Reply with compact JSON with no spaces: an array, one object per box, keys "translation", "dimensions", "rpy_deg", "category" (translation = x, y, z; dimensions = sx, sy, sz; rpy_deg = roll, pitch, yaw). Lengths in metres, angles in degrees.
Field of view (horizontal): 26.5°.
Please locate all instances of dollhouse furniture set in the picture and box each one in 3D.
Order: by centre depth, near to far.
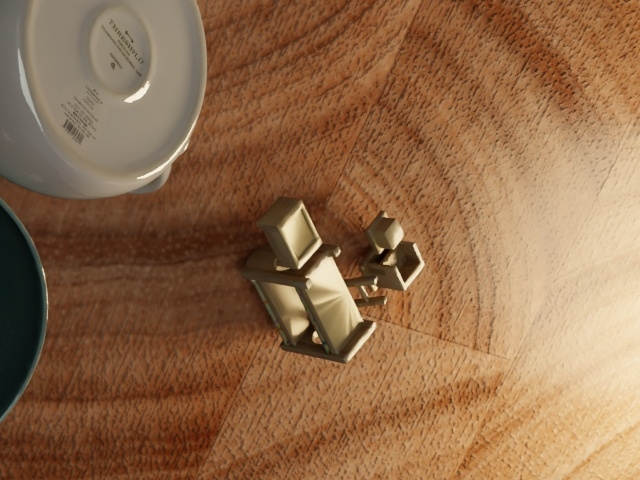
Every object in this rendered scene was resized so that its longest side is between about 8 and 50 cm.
[{"translation":[0.000,0.000,1.387],"dimensions":[0.161,0.101,0.182],"rpy_deg":[-48,128,-32],"category":"dollhouse furniture set"}]

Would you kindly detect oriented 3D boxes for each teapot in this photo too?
[{"translation":[-0.227,-0.148,1.129],"dimensions":[0.252,0.187,0.256],"rpy_deg":[-17,104,-52],"category":"teapot"}]

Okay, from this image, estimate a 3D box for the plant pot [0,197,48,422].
[{"translation":[-0.390,0.033,1.105],"dimensions":[0.290,0.195,0.290],"rpy_deg":[-11,117,-24],"category":"plant pot"}]
